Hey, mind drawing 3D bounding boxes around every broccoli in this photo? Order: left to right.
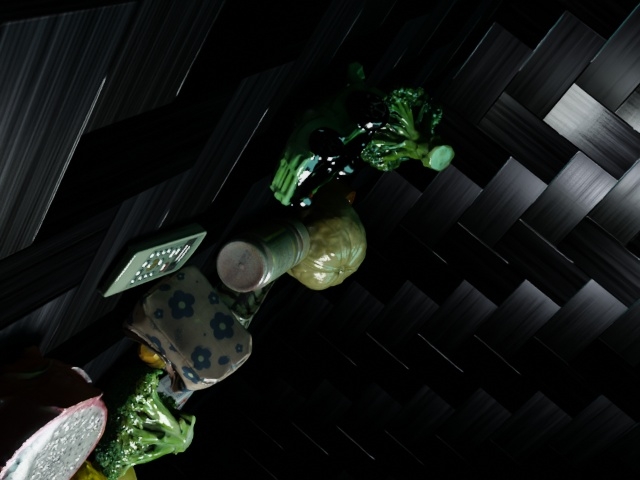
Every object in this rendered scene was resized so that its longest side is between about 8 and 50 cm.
[{"bbox_3d":[-0.462,0.455,2.061,0.308,0.275,0.308,14,90,-88],"label":"broccoli"},{"bbox_3d":[0.241,-0.312,2.327,0.297,0.297,0.298,-22,132,-28],"label":"broccoli"}]

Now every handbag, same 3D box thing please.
[{"bbox_3d":[-0.302,0.205,1.770,0.190,0.251,0.193,-41,-174,-38],"label":"handbag"},{"bbox_3d":[-0.285,0.218,2.340,0.325,0.162,0.327,-50,-178,31],"label":"handbag"}]

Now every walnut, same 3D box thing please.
[{"bbox_3d":[0.000,0.002,2.438,0.253,0.277,0.282,-23,137,-17],"label":"walnut"}]

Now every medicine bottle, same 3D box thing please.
[{"bbox_3d":[-0.150,0.033,2.169,0.151,0.151,0.322,-52,172,21],"label":"medicine bottle"}]

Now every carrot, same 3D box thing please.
[{"bbox_3d":[-0.437,0.299,2.123,0.070,0.070,0.260,-48,173,-15],"label":"carrot"}]

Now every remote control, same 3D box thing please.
[{"bbox_3d":[-0.323,0.036,1.576,0.123,0.038,0.285,-51,173,18],"label":"remote control"}]

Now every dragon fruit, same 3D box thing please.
[{"bbox_3d":[-0.511,0.315,1.356,0.291,0.189,0.291,-52,166,-18],"label":"dragon fruit"}]

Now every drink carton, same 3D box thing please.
[{"bbox_3d":[-0.540,0.543,2.626,0.131,0.106,0.315,-54,172,22],"label":"drink carton"}]

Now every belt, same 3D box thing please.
[{"bbox_3d":[0.022,-0.100,2.742,0.184,0.105,0.261,-40,169,-46],"label":"belt"}]

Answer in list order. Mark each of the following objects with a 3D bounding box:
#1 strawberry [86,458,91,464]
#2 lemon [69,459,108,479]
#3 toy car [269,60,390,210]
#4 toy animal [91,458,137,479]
[{"bbox_3d":[-0.757,0.789,2.414,0.280,0.150,0.253,-46,170,-11],"label":"strawberry"},{"bbox_3d":[-0.589,0.581,1.588,0.387,0.350,0.350,-33,164,-35],"label":"lemon"},{"bbox_3d":[0.013,-0.229,1.771,0.358,0.176,0.213,-40,168,-36],"label":"toy car"},{"bbox_3d":[-0.679,0.673,2.214,0.180,0.362,0.181,-114,-162,-58],"label":"toy animal"}]
